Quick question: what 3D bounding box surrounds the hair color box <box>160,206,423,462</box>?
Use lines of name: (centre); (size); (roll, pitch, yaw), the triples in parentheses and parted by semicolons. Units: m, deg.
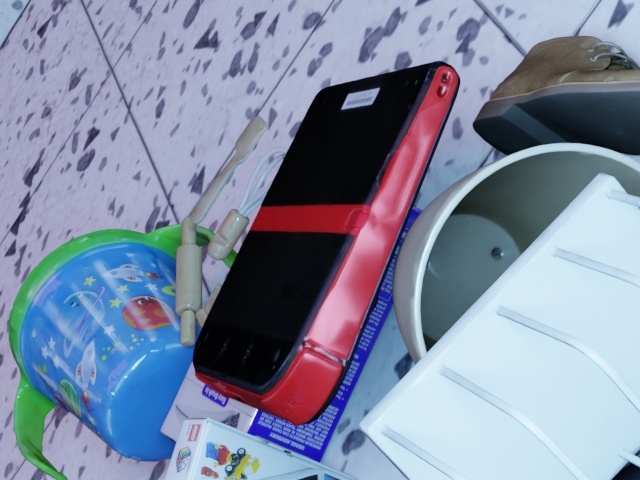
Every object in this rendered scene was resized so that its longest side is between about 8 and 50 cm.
hair color box: (-0.029, 0.093, 2.037); (0.339, 0.110, 0.185); (-64, 28, -3)

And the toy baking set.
toy baking set: (-0.093, -0.003, 2.087); (0.197, 0.030, 0.256); (-34, 46, 34)

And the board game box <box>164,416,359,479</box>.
board game box: (-0.087, 0.347, 1.843); (0.053, 0.193, 0.305); (-9, 60, 56)

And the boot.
boot: (0.259, -0.146, 1.767); (0.115, 0.112, 0.305); (-60, 25, -14)

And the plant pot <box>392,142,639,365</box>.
plant pot: (0.163, 0.043, 1.657); (0.256, 0.256, 0.274); (-66, 15, -3)

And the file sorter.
file sorter: (0.212, 0.124, 1.427); (0.278, 0.193, 0.173); (-45, 23, -8)

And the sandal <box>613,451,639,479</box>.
sandal: (0.268, 0.199, 1.517); (0.254, 0.054, 0.097); (-36, 39, 41)

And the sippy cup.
sippy cup: (-0.218, 0.137, 2.215); (0.224, 0.240, 0.305); (44, 128, 50)

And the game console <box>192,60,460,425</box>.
game console: (0.000, 0.000, 1.806); (0.342, 0.060, 0.386); (-64, 15, -7)
